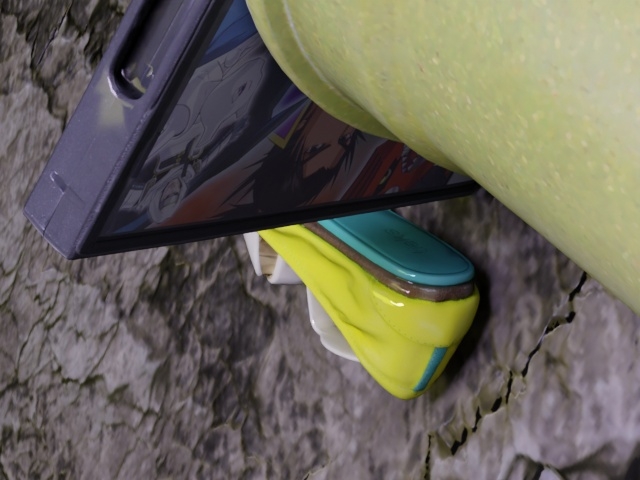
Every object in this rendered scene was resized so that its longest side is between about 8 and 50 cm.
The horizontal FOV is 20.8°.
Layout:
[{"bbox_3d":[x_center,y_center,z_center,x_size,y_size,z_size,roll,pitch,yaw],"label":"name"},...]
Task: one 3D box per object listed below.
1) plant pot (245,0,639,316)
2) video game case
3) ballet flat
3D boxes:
[{"bbox_3d":[0.153,-0.063,0.502,0.276,0.276,0.254,-58,48,27],"label":"plant pot"},{"bbox_3d":[0.041,-0.109,0.659,0.035,0.275,0.248,44,119,23],"label":"video game case"},{"bbox_3d":[0.000,0.000,0.855,0.231,0.077,0.077,47,134,50],"label":"ballet flat"}]
